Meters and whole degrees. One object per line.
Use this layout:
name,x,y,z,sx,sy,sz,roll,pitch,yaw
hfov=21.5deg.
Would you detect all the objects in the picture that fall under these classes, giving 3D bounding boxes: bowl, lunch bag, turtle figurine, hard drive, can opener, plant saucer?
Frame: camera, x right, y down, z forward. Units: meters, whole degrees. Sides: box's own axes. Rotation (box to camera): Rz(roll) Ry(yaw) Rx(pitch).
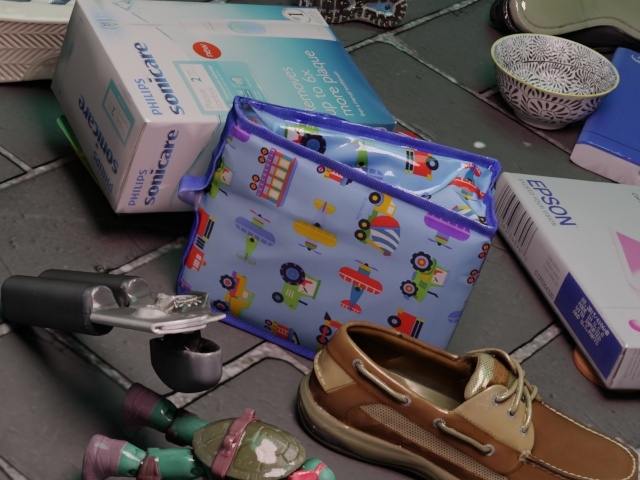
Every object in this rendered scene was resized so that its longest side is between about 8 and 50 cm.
bowl,0.297,-0.196,2.200,0.170,0.080,0.170,8,32,-5
lunch bag,0.000,0.000,1.633,0.293,0.221,0.138,18,32,-4
turtle figurine,-0.071,0.197,1.412,0.234,0.118,0.175,18,21,15
hard drive,0.464,-0.148,2.259,0.210,0.040,0.318,24,33,6
can opener,-0.185,0.080,1.485,0.076,0.095,0.283,-11,9,-38
plant saucer,0.310,0.130,1.797,0.083,0.013,0.083,13,34,-9

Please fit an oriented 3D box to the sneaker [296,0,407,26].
sneaker,0.033,-0.328,2.297,0.162,0.063,0.073,11,16,-21

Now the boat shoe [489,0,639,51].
boat shoe,0.392,-0.332,2.435,0.340,0.127,0.113,-12,1,-29

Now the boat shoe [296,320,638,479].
boat shoe,0.143,0.164,1.560,0.324,0.120,0.122,17,33,-4

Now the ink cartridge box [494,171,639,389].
ink cartridge box,0.395,0.045,1.902,0.330,0.071,0.324,2,34,-25

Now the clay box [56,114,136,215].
clay box,-0.170,-0.089,1.829,0.222,0.053,0.127,-7,43,-34

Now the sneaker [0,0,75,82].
sneaker,-0.269,-0.248,1.937,0.350,0.131,0.148,9,39,-16

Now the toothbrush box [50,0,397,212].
toothbrush box,-0.106,-0.144,1.780,0.295,0.126,0.216,-2,43,-30

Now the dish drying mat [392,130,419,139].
dish drying mat,0.083,-0.123,2.053,0.083,0.008,0.032,-2,39,-30
